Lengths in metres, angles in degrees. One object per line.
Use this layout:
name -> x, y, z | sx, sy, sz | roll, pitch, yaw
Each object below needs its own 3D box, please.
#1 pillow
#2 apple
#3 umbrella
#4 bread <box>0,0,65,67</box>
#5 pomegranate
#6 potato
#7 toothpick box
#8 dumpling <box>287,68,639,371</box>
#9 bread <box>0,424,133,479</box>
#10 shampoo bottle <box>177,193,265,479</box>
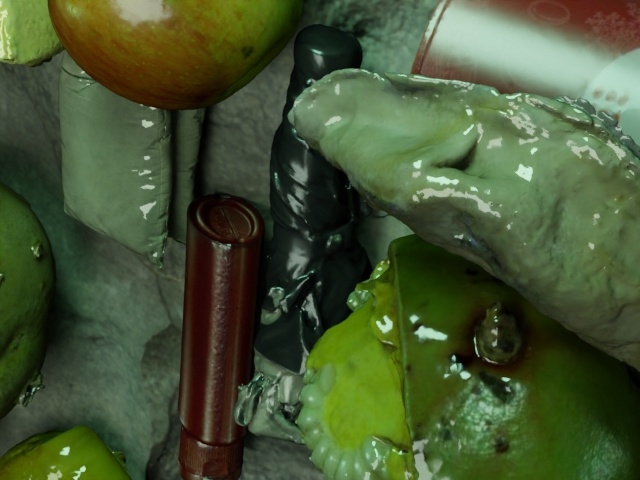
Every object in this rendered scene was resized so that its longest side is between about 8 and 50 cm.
pillow -> -0.167, -0.078, 1.387 | 0.134, 0.078, 0.181 | 21, 123, 24
apple -> -0.108, -0.192, 1.233 | 0.196, 0.196, 0.196 | 12, 117, 25
umbrella -> 0.000, 0.003, 1.303 | 0.106, 0.113, 0.358 | 16, 116, 21
bread -> -0.258, -0.289, 1.289 | 0.163, 0.167, 0.264 | 18, 118, 21
pomegranate -> 0.117, 0.131, 1.196 | 0.260, 0.341, 0.261 | -3, 72, 9
potato -> -0.406, 0.046, 1.500 | 0.359, 0.219, 0.270 | 17, 110, 31
toothpick box -> 0.242, -0.063, 1.077 | 0.333, 0.204, 0.204 | 21, 120, 20
dumpling -> 0.129, -0.009, 0.992 | 0.332, 0.086, 0.166 | 32, 149, -1
bread -> -0.189, 0.357, 1.572 | 0.166, 0.112, 0.384 | -37, 90, 37
shampoo bottle -> -0.090, 0.096, 1.411 | 0.064, 0.102, 0.260 | -3, 118, -16
